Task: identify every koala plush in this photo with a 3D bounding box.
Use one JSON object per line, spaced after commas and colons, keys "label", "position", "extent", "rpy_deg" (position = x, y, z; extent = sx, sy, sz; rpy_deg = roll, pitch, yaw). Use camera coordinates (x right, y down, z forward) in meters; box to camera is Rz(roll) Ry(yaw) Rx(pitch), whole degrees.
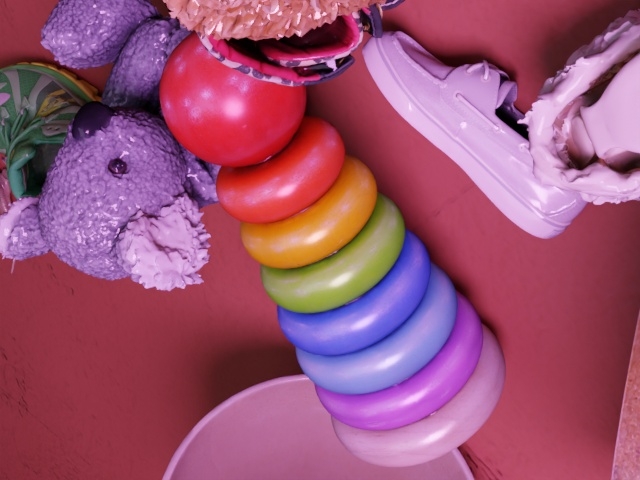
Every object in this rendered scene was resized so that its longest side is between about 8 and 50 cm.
{"label": "koala plush", "position": [-0.127, -0.057, 0.720], "extent": [0.196, 0.221, 0.203], "rpy_deg": [10, 141, 23]}

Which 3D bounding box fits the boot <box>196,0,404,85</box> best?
{"label": "boot", "position": [-0.006, -0.147, 0.550], "extent": [0.085, 0.236, 0.178], "rpy_deg": [-55, 46, 27]}

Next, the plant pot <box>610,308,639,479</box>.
{"label": "plant pot", "position": [0.290, 0.121, 0.482], "extent": [0.255, 0.237, 0.237], "rpy_deg": [7, 117, 25]}

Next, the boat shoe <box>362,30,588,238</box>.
{"label": "boat shoe", "position": [0.107, -0.083, 0.638], "extent": [0.184, 0.066, 0.063], "rpy_deg": [49, 122, 14]}

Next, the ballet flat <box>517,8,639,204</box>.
{"label": "ballet flat", "position": [0.260, -0.094, 0.424], "extent": [0.409, 0.147, 0.147], "rpy_deg": [-23, 95, 48]}

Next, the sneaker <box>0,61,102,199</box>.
{"label": "sneaker", "position": [-0.261, -0.095, 0.925], "extent": [0.296, 0.123, 0.109], "rpy_deg": [22, 126, 34]}

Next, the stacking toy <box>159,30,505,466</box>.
{"label": "stacking toy", "position": [0.000, 0.000, 0.650], "extent": [0.141, 0.141, 0.330], "rpy_deg": [-3, 130, 44]}

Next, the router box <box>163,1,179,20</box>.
{"label": "router box", "position": [-0.076, -0.209, 0.753], "extent": [0.122, 0.038, 0.092], "rpy_deg": [-25, 93, 47]}

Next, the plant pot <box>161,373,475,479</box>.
{"label": "plant pot", "position": [-0.008, 0.294, 0.844], "extent": [0.256, 0.256, 0.274], "rpy_deg": [39, 150, 21]}

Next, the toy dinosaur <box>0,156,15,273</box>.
{"label": "toy dinosaur", "position": [-0.375, -0.061, 1.115], "extent": [0.183, 0.053, 0.092], "rpy_deg": [59, 153, 12]}

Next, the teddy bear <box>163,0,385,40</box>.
{"label": "teddy bear", "position": [0.087, -0.182, 0.398], "extent": [0.338, 0.245, 0.113], "rpy_deg": [-3, 140, 0]}
